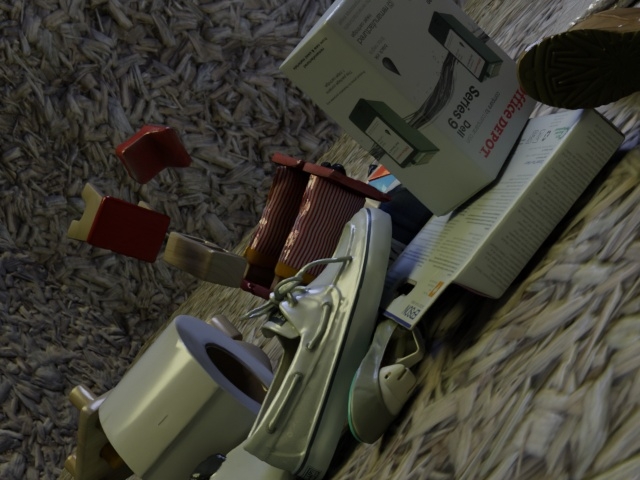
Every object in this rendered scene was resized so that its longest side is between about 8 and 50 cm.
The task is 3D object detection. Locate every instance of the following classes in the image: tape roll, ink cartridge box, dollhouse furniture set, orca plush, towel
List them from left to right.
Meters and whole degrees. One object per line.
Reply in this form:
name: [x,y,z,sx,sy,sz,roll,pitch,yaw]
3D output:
tape roll: [-0.162,0.245,1.708,0.169,0.246,0.246,-49,9,8]
dollhouse furniture set: [-0.113,-0.035,1.624,0.152,0.374,0.201,21,92,51]
orca plush: [-0.093,0.361,1.520,0.151,0.102,0.287,-1,40,13]
ink cartridge box: [0.124,-0.207,1.588,0.121,0.289,0.211,-37,14,49]
ink cartridge box: [0.204,-0.016,1.536,0.330,0.071,0.324,-52,8,-2]
towel: [0.472,-0.407,1.921,0.282,0.049,0.187,-42,13,40]

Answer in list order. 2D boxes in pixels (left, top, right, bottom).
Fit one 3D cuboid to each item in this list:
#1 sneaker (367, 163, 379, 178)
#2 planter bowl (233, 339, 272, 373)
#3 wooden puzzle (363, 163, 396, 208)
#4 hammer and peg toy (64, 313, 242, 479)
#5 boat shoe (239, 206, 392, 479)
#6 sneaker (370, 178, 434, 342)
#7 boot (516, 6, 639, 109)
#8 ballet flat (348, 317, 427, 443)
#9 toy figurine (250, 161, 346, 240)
sneaker: [0.058,-0.023,2.202,0.267,0.106,0.101,-49,10,19]
planter bowl: [-0.143,0.255,1.948,0.162,0.162,0.109,-47,36,18]
wooden puzzle: [0.169,-0.108,1.870,0.239,0.044,0.221,-52,39,-1]
hammer and peg toy: [-0.269,0.295,2.116,0.361,0.127,0.266,-29,-33,-39]
boat shoe: [-0.022,0.107,1.552,0.136,0.156,0.367,126,162,-70]
sneaker: [0.084,0.038,1.741,0.153,0.099,0.282,-55,-5,-46]
boot: [0.333,-0.226,1.485,0.236,0.089,0.269,-7,14,0]
ballet flat: [0.085,0.153,1.445,0.068,0.072,0.213,-22,23,26]
toy figurine: [0.000,0.000,2.037,0.148,0.209,0.213,-44,1,-40]
